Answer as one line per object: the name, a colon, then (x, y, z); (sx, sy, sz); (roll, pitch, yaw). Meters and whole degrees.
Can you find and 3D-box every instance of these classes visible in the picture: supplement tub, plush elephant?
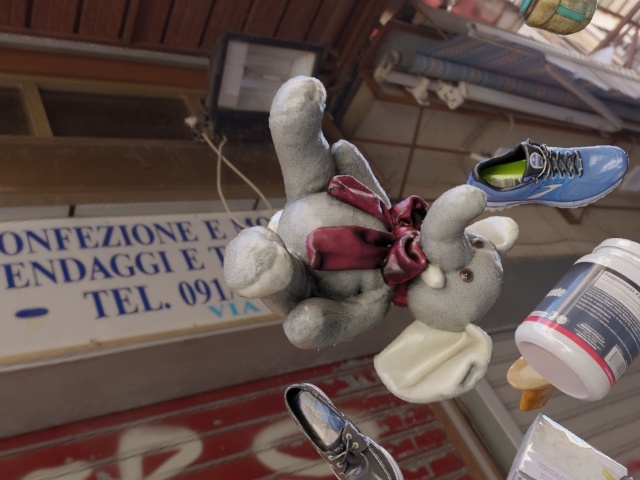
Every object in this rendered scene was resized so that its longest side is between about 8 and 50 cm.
supplement tub: (0.522, 0.147, 1.163); (0.272, 0.191, 0.191); (-44, -31, -13)
plush elephant: (0.082, 0.018, 0.667); (0.256, 0.271, 0.330); (-1, -42, 18)

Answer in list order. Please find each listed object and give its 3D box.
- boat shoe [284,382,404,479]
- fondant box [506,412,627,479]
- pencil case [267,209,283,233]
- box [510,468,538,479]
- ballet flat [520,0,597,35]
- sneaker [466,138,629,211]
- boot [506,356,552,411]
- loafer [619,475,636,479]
boat shoe: (0.027, 0.292, 0.898); (0.080, 0.228, 0.076); (-44, -29, -1)
fondant box: (0.565, 0.555, 1.404); (0.330, 0.238, 0.096); (-16, -45, -62)
pencil case: (0.000, 0.000, 1.356); (0.124, 0.273, 0.113); (47, -113, -37)
box: (0.397, 0.531, 1.062); (0.165, 0.143, 0.270); (-56, -45, -12)
ballet flat: (0.384, -0.427, 0.990); (0.123, 0.348, 0.123); (9, -47, 10)
sneaker: (0.475, -0.140, 1.299); (0.330, 0.129, 0.147); (-10, -19, 14)
boot: (0.580, 0.396, 1.661); (0.295, 0.104, 0.211); (-16, -45, -35)
loafer: (0.476, 0.460, 0.805); (0.134, 0.130, 0.365); (-43, -68, -35)
